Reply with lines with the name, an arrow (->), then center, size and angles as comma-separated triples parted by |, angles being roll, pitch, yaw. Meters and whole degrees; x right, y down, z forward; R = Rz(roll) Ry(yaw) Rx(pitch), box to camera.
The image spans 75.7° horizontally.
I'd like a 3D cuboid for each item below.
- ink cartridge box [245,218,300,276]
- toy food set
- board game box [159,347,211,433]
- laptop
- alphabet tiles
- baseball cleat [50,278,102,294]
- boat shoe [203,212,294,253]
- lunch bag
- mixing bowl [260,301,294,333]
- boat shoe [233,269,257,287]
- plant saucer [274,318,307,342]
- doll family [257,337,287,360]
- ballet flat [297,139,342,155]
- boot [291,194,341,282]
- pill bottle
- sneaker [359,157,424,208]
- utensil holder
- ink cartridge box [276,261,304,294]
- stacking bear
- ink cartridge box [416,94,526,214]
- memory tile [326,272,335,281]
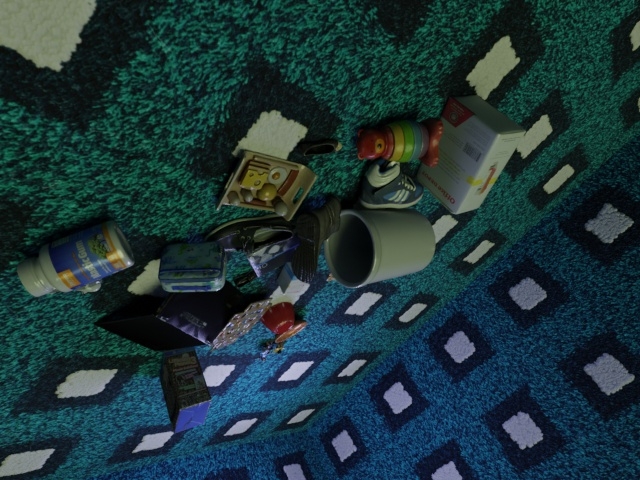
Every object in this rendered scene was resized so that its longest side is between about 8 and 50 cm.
ink cartridge box -> -0.142, 0.017, 1.696 | 0.333, 0.065, 0.165 | -29, 144, -9
toy food set -> -0.182, -0.170, 1.411 | 0.306, 0.092, 0.219 | 5, 130, -43
board game box -> -0.626, 0.678, 1.892 | 0.141, 0.291, 0.232 | -6, 136, -33
laptop -> -0.590, 0.279, 1.685 | 0.407, 0.236, 0.382 | -57, 150, -17
alphabet tiles -> -0.370, 0.391, 1.927 | 0.342, 0.011, 0.285 | -48, 161, 20
baseball cleat -> -0.797, 0.113, 1.290 | 0.206, 0.072, 0.109 | 5, 114, -45
boat shoe -> -0.253, -0.007, 1.531 | 0.340, 0.113, 0.127 | -13, 141, -27
lunch bag -> -0.432, 0.091, 1.407 | 0.219, 0.176, 0.090 | 0, 140, -3
mixing bowl -> -0.201, 0.406, 2.083 | 0.182, 0.098, 0.181 | -21, 143, -17
boat shoe -> -0.303, 0.160, 1.755 | 0.133, 0.042, 0.048 | -25, 142, -16
plant saucer -> -0.164, 0.482, 2.222 | 0.200, 0.037, 0.200 | -29, 161, -11
doll family -> -0.267, 0.606, 2.296 | 0.193, 0.076, 0.111 | -9, 143, -25
ballet flat -> 0.001, -0.313, 1.427 | 0.173, 0.049, 0.057 | -14, 141, -27
boot -> 0.000, 0.000, 1.660 | 0.223, 0.118, 0.338 | -36, 148, -47
pill bottle -> -0.709, 0.058, 1.205 | 0.272, 0.152, 0.152 | -25, 144, -15
sneaker -> 0.320, -0.253, 1.686 | 0.323, 0.130, 0.236 | -10, 143, -22
utensil holder -> 0.263, 0.019, 1.799 | 0.386, 0.327, 0.327 | -6, 136, -36
ink cartridge box -> -0.128, 0.175, 1.871 | 0.092, 0.090, 0.143 | 0, 134, -39
stacking bear -> 0.271, -0.358, 1.504 | 0.289, 0.164, 0.175 | -7, 117, -17
ink cartridge box -> 0.585, -0.343, 1.668 | 0.161, 0.279, 0.384 | -14, 141, -28
memory tile -> 0.105, 0.166, 2.117 | 0.148, 0.012, 0.113 | -4, 135, -37
